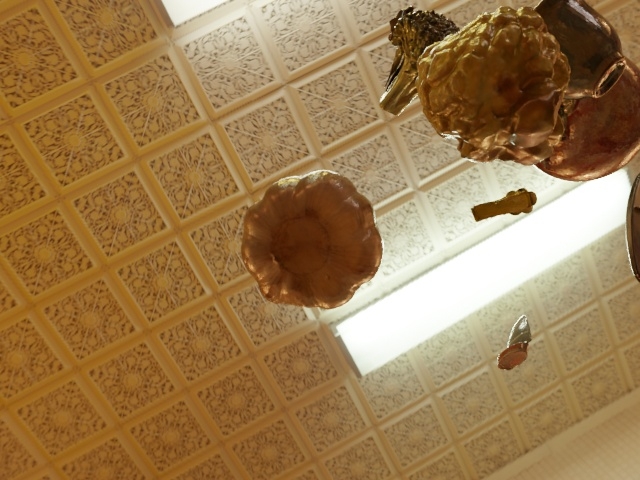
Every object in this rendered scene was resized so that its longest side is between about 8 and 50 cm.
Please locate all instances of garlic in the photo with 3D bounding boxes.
[{"bbox_3d":[0.000,0.000,0.920,0.219,0.212,0.218,2,-84,20],"label":"garlic"}]

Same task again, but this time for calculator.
[{"bbox_3d":[0.663,0.001,1.146,0.177,0.040,0.268,22,-122,-8],"label":"calculator"}]

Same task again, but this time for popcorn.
[{"bbox_3d":[0.268,-0.209,0.883,0.206,0.237,0.251,-33,-76,25],"label":"popcorn"}]

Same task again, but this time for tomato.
[{"bbox_3d":[0.624,-0.297,1.430,0.283,0.317,0.316,-8,-72,-34],"label":"tomato"}]

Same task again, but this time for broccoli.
[{"bbox_3d":[0.229,-0.397,1.378,0.243,0.263,0.247,-47,-107,28],"label":"broccoli"}]

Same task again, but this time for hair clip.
[{"bbox_3d":[0.497,-0.091,1.607,0.173,0.046,0.072,-20,-85,33],"label":"hair clip"}]

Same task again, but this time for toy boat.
[{"bbox_3d":[0.355,0.166,1.071,0.034,0.122,0.096,30,-38,1],"label":"toy boat"}]

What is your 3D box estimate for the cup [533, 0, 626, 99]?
[{"bbox_3d":[0.447,-0.322,1.049,0.199,0.150,0.199,-31,-31,-21],"label":"cup"}]
